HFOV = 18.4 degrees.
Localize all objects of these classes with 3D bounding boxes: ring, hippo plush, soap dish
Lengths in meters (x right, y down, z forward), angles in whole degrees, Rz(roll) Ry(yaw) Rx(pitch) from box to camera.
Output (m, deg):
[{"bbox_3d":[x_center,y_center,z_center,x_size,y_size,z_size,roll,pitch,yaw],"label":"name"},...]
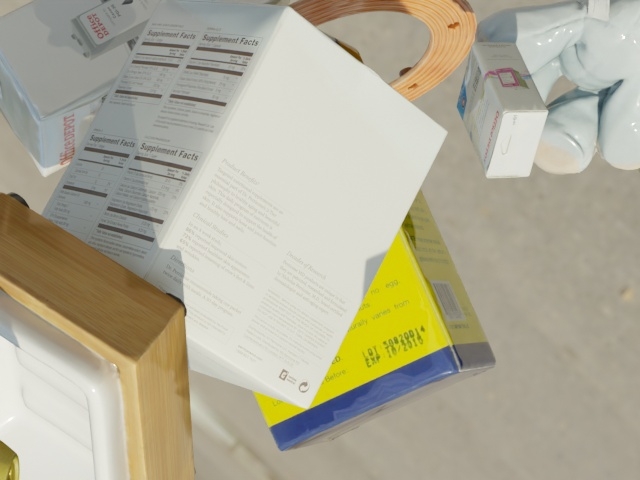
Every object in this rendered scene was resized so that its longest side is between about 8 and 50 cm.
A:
[{"bbox_3d":[0.030,-0.233,2.458,0.336,0.337,0.032,66,-174,-66],"label":"ring"},{"bbox_3d":[0.302,-0.244,2.242,0.234,0.236,0.294,12,125,7],"label":"hippo plush"},{"bbox_3d":[-0.204,0.113,1.534,0.229,0.118,0.291,30,145,23],"label":"soap dish"}]

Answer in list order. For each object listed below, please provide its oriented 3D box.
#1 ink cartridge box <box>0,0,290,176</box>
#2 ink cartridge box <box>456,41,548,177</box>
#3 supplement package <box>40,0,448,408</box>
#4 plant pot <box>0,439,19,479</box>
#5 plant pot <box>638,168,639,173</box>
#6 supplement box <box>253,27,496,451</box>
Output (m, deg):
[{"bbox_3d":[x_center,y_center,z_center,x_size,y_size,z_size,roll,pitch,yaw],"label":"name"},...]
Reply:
[{"bbox_3d":[-0.184,-0.197,1.969,0.117,0.283,0.207,59,167,9],"label":"ink cartridge box"},{"bbox_3d":[0.188,-0.136,2.058,0.122,0.052,0.088,-106,21,-46],"label":"ink cartridge box"},{"bbox_3d":[-0.073,-0.035,1.623,0.199,0.262,0.198,35,167,-35],"label":"supplement package"},{"bbox_3d":[-0.255,0.169,1.317,0.095,0.134,0.134,8,167,1],"label":"plant pot"},{"bbox_3d":[0.525,-0.018,2.274,0.275,0.275,0.293,75,-179,-72],"label":"plant pot"},{"bbox_3d":[0.000,0.000,1.914,0.356,0.194,0.195,67,-167,8],"label":"supplement box"}]
